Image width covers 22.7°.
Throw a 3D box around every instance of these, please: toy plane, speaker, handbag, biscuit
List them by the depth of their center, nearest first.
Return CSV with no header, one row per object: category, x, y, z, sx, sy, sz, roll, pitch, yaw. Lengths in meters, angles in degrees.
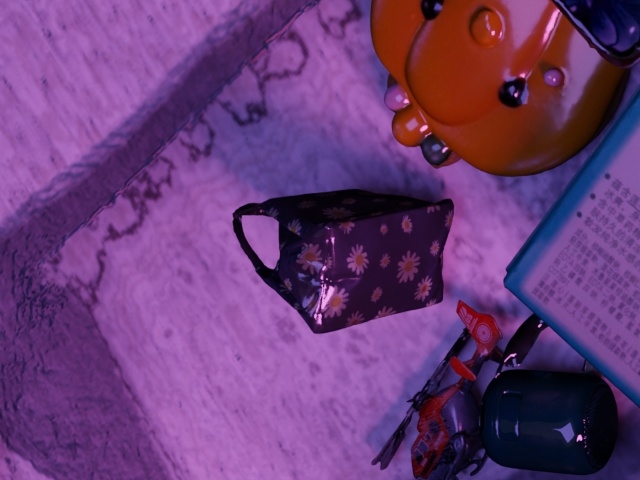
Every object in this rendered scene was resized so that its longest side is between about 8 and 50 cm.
biscuit,0.092,-0.111,0.925,0.170,0.050,0.170,10,108,32
speaker,0.135,0.091,0.946,0.075,0.060,0.094,1,103,32
handbag,0.000,0.000,0.995,0.139,0.115,0.072,21,115,47
toy plane,0.082,0.105,1.001,0.060,0.037,0.145,42,127,29

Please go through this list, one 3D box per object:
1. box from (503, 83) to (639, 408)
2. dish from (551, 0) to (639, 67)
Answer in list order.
box,0.240,0.038,0.843,0.245,0.092,0.153,44,124,17
dish,0.191,-0.231,0.807,0.182,0.080,0.243,53,126,11
